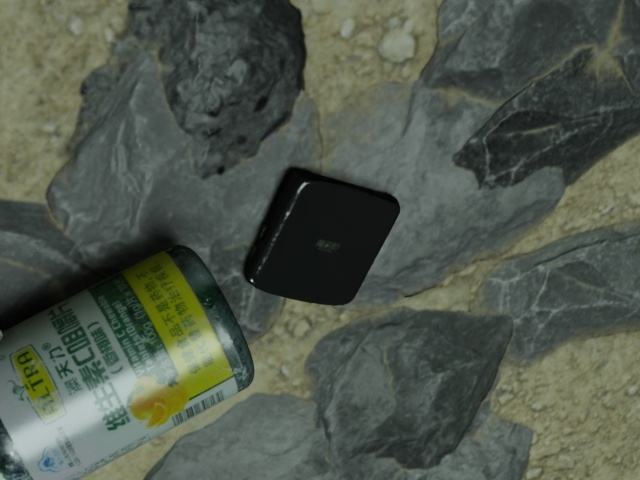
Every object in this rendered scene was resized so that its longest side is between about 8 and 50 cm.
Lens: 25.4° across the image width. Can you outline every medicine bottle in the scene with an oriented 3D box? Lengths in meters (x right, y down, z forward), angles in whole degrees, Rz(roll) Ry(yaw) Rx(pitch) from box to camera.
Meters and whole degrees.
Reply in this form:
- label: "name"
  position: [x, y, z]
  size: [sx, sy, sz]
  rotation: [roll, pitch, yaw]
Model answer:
- label: "medicine bottle"
  position: [-0.211, 0.127, 1.197]
  size: [0.293, 0.141, 0.141]
  rotation: [-28, 127, -11]

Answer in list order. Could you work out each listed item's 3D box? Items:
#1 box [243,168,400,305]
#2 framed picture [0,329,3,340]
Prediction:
- label: "box"
  position: [0.000, 0.000, 1.315]
  size: [0.126, 0.027, 0.125]
  rotation: [14, 113, -35]
- label: "framed picture"
  position: [-0.429, 0.076, 1.082]
  size: [0.296, 0.019, 0.232]
  rotation: [-36, 111, -5]
